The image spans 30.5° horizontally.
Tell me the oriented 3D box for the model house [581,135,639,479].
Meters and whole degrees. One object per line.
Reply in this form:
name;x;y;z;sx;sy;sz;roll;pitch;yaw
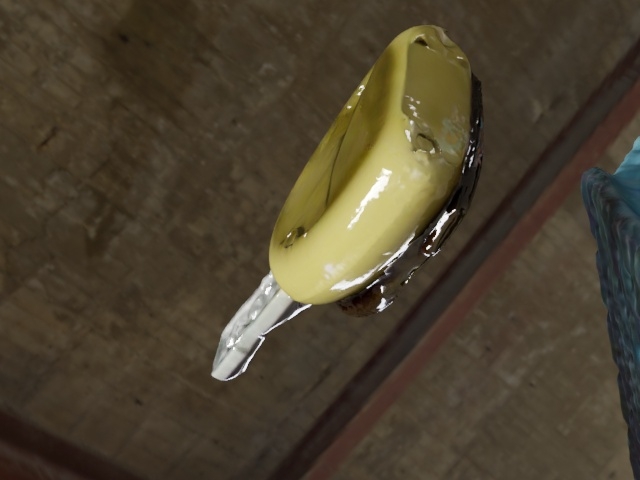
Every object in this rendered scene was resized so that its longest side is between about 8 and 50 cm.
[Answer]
model house;0.216;0.060;0.481;0.241;0.225;0.261;-31;-69;-49

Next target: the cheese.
cheese;0.001;0.000;0.424;0.036;0.086;0.162;23;-46;-16
